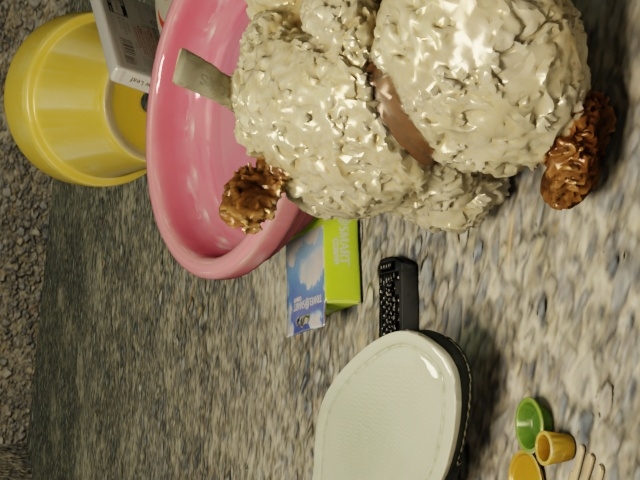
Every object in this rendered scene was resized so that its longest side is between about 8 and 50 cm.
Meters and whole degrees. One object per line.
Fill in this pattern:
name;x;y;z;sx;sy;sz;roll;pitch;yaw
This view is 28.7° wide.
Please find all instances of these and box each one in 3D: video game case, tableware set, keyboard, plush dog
video game case;-0.171;-0.218;1.483;0.023;0.193;0.212;-59;31;25
tableware set;0.139;0.187;0.826;0.104;0.024;0.154;-128;43;-61
keyboard;0.057;0.108;1.045;0.100;0.038;0.192;163;107;-69
plush dog;0.058;-0.099;0.776;0.225;0.210;0.262;-21;109;41

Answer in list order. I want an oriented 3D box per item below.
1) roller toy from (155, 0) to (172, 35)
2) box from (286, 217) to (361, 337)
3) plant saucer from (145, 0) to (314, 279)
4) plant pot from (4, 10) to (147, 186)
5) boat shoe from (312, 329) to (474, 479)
roller toy;-0.109;-0.297;1.382;0.209;0.146;0.191;-164;77;-70
box;0.000;0.000;1.201;0.109;0.042;0.178;152;118;-67
plant saucer;-0.067;-0.127;1.195;0.332;0.084;0.332;-11;78;58
plant pot;-0.281;-0.196;1.745;0.239;0.254;0.254;11;99;55
boat shoe;0.054;0.176;0.957;0.114;0.091;0.303;43;132;25
